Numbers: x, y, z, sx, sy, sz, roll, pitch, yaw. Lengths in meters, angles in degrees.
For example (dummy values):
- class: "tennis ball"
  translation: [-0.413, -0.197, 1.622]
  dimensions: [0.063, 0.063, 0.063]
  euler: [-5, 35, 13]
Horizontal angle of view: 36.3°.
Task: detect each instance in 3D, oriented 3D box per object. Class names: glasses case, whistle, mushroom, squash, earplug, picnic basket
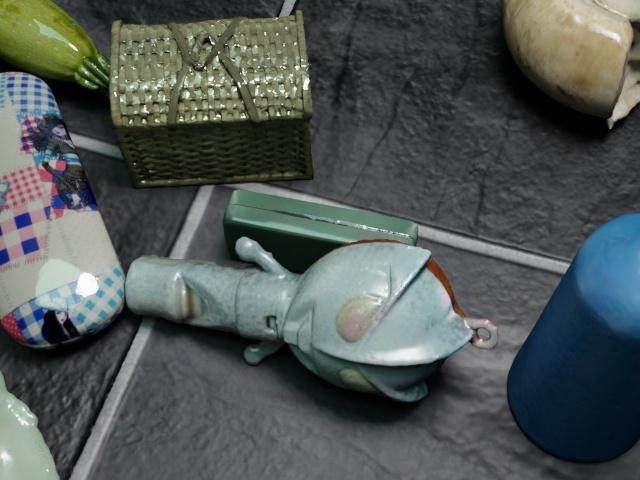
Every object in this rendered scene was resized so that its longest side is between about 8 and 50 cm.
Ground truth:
- class: "glasses case"
  translation: [-0.293, -0.040, 0.976]
  dimensions: [0.125, 0.076, 0.327]
  euler: [-21, 62, -14]
- class: "whistle"
  translation: [-0.011, 0.062, 0.888]
  dimensions: [0.346, 0.142, 0.134]
  euler: [8, 51, 19]
- class: "mushroom"
  translation: [0.290, -0.266, 1.028]
  dimensions: [0.189, 0.195, 0.254]
  euler: [25, 61, 19]
- class: "glasses case"
  translation: [0.000, 0.000, 0.946]
  dimensions: [0.184, 0.078, 0.039]
  euler: [11, 60, 7]
- class: "squash"
  translation: [-0.344, -0.244, 1.073]
  dimensions: [0.341, 0.094, 0.094]
  euler: [31, 65, 23]
- class: "earplug"
  translation: [0.238, 0.074, 0.787]
  dimensions: [0.132, 0.273, 0.132]
  euler: [0, 60, 0]
- class: "picnic basket"
  translation: [-0.106, -0.149, 0.991]
  dimensions: [0.196, 0.154, 0.134]
  euler: [-3, 60, 0]

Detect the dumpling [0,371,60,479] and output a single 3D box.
- class: "dumpling"
  translation: [-0.381, 0.195, 0.783]
  dimensions: [0.211, 0.270, 0.321]
  euler: [-10, 81, 34]
